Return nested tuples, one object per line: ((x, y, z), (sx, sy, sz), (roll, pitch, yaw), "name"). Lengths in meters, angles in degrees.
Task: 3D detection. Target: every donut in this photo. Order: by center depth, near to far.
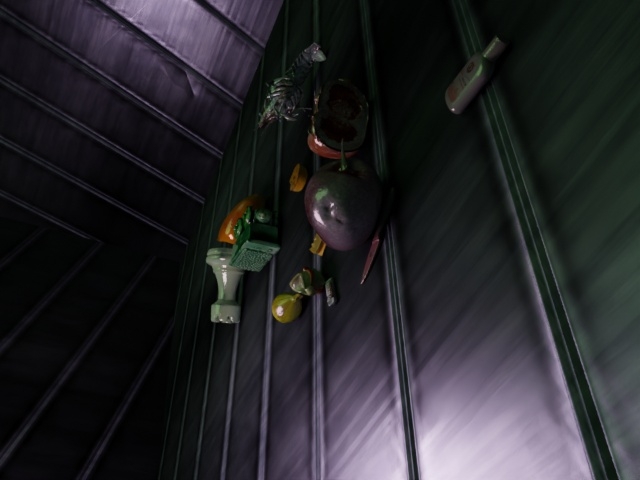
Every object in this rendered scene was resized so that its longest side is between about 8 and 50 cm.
((-0.078, -0.226, 2.039), (0.108, 0.043, 0.097), (-96, 29, -48), "donut")

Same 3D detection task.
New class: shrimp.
((-0.118, -0.584, 2.204), (0.166, 0.221, 0.410), (10, 69, 47), "shrimp")

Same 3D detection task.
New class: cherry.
((0.057, -0.093, 1.360), (0.213, 0.184, 0.266), (-42, -50, -48), "cherry")

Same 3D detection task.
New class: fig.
((-0.075, 0.192, 1.677), (0.166, 0.093, 0.093), (-23, 52, 43), "fig")

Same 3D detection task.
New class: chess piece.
((-0.384, 0.189, 2.343), (0.194, 0.195, 0.299), (156, 119, -64), "chess piece")

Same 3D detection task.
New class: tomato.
((0.037, -0.332, 1.642), (0.155, 0.181, 0.214), (145, 141, -69), "tomato")

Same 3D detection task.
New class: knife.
((0.139, -0.008, 1.352), (0.035, 0.018, 0.247), (-144, 69, -66), "knife")

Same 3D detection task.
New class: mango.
((-0.315, -0.086, 2.398), (0.138, 0.187, 0.257), (20, 82, 27), "mango")

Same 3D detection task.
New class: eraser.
((0.029, 0.137, 1.515), (0.027, 0.019, 0.099), (-45, 32, 26), "eraser")

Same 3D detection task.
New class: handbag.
((0.000, 0.000, 1.687), (0.083, 0.027, 0.061), (-70, 20, 4), "handbag")

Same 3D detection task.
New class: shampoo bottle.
((0.308, -0.331, 1.119), (0.165, 0.040, 0.080), (126, 154, -44), "shampoo bottle")

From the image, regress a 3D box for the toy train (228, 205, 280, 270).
((-0.252, -0.013, 2.188), (0.266, 0.145, 0.201), (135, 143, -53), "toy train")

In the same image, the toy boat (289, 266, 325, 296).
((-0.034, 0.120, 1.594), (0.071, 0.089, 0.185), (-32, 9, -16), "toy boat")

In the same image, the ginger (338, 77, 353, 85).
((0.054, -0.442, 1.829), (0.103, 0.073, 0.162), (-68, 10, -27), "ginger")
